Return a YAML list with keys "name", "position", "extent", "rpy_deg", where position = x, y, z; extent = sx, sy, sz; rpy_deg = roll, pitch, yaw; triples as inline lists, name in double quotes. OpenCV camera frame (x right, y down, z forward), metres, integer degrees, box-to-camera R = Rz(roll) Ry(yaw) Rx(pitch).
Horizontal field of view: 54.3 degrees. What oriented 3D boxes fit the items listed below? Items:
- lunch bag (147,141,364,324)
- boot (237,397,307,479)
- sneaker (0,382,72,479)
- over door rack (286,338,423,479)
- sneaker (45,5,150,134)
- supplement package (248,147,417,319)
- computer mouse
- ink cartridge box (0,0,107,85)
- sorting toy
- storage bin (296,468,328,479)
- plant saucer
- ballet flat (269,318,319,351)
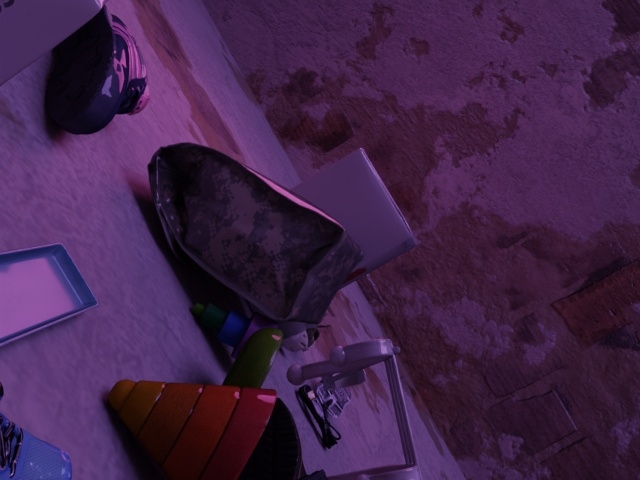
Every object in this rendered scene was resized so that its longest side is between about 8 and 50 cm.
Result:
- name: "lunch bag"
  position: [-0.103, -0.012, 0.900]
  extent: [0.287, 0.169, 0.235]
  rpy_deg: [34, -2, 13]
- name: "boot"
  position: [-0.032, 0.285, 0.673]
  extent: [0.137, 0.077, 0.197]
  rpy_deg: [58, 19, -51]
- name: "sneaker"
  position: [-0.180, 0.102, 0.312]
  extent: [0.162, 0.073, 0.063]
  rpy_deg: [51, 11, -49]
- name: "over door rack"
  position: [0.035, 0.245, 0.652]
  extent: [0.324, 0.108, 0.239]
  rpy_deg: [99, -19, -73]
- name: "sneaker"
  position: [-0.267, -0.205, 0.810]
  extent: [0.131, 0.112, 0.319]
  rpy_deg: [50, 12, -39]
- name: "supplement package"
  position: [0.000, 0.000, 1.099]
  extent: [0.175, 0.293, 0.177]
  rpy_deg: [61, 8, 11]
- name: "computer mouse"
  position: [0.011, 0.280, 1.079]
  extent: [0.106, 0.042, 0.193]
  rpy_deg: [56, 12, 6]
- name: "ink cartridge box"
  position: [-0.242, -0.160, 0.405]
  extent: [0.119, 0.207, 0.353]
  rpy_deg: [55, 10, -28]
- name: "sorting toy"
  position: [-0.121, 0.131, 0.644]
  extent: [0.126, 0.127, 0.365]
  rpy_deg: [29, 9, -6]
- name: "storage bin"
  position: [-0.055, 0.228, 0.409]
  extent: [0.084, 0.122, 0.180]
  rpy_deg: [62, 15, 16]
- name: "plant saucer"
  position: [-0.228, 0.040, 0.462]
  extent: [0.067, 0.018, 0.192]
  rpy_deg: [60, 8, -1]
- name: "ballet flat"
  position: [-0.039, 0.160, 1.084]
  extent: [0.213, 0.072, 0.068]
  rpy_deg: [27, 39, -77]
